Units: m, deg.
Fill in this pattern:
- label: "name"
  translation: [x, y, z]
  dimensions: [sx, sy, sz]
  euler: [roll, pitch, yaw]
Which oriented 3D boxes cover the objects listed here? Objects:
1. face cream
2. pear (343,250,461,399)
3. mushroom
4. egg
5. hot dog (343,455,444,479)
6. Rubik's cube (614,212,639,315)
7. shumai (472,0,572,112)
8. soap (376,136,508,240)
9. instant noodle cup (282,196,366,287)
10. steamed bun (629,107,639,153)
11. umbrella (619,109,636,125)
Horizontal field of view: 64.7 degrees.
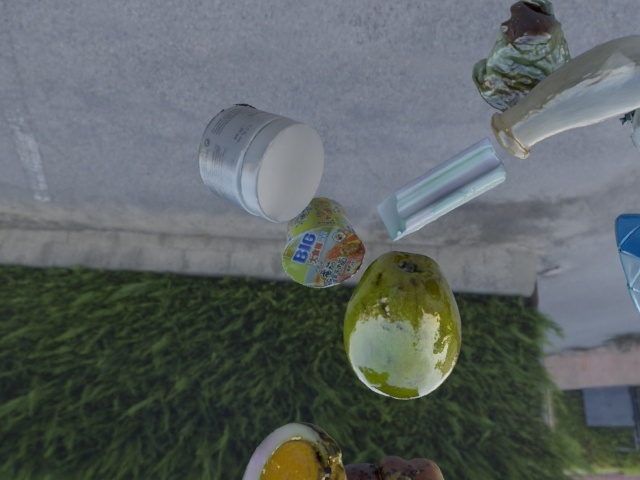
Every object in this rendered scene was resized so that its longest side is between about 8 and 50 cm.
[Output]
- label: "face cream"
  translation: [-0.105, -0.138, 0.891]
  dimensions: [0.152, 0.177, 0.177]
  euler: [26, 171, 31]
- label: "pear"
  translation: [0.172, 0.180, 1.053]
  dimensions: [0.252, 0.253, 0.308]
  euler: [5, 114, -2]
- label: "mushroom"
  translation: [0.359, -0.200, 0.690]
  dimensions: [0.246, 0.108, 0.096]
  euler: [-23, 157, 37]
- label: "egg"
  translation: [-0.033, 0.540, 1.075]
  dimensions: [0.174, 0.287, 0.264]
  euler: [32, 174, -38]
- label: "hot dog"
  translation: [0.163, 0.688, 1.238]
  dimensions: [0.366, 0.196, 0.365]
  euler: [-9, -164, 3]
- label: "Rubik's cube"
  translation: [0.728, 0.052, 1.107]
  dimensions: [0.254, 0.255, 0.254]
  euler: [4, 159, 1]
- label: "shumai"
  translation: [0.477, -0.367, 1.063]
  dimensions: [0.271, 0.222, 0.204]
  euler: [4, 143, -26]
- label: "soap"
  translation: [0.320, -0.129, 1.363]
  dimensions: [0.346, 0.115, 0.208]
  euler: [-31, 171, 18]
- label: "instant noodle cup"
  translation: [0.000, 0.000, 1.266]
  dimensions: [0.204, 0.153, 0.205]
  euler: [-4, 128, -6]
- label: "steamed bun"
  translation: [0.734, -0.222, 0.860]
  dimensions: [0.308, 0.310, 0.309]
  euler: [4, 159, 1]
- label: "umbrella"
  translation: [1.048, -0.365, 1.496]
  dimensions: [0.143, 0.094, 0.349]
  euler: [-26, -162, 4]
